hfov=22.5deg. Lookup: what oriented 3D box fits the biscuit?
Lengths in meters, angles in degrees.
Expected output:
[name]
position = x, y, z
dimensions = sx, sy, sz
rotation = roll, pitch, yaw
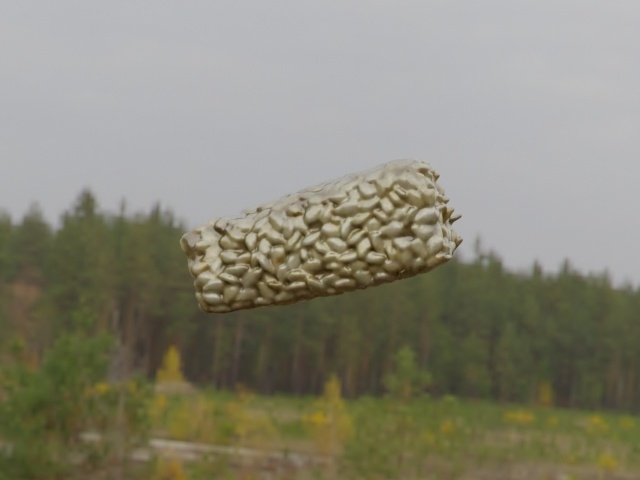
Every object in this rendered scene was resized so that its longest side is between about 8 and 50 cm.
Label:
[biscuit]
position = 0.000, 0.000, 0.979
dimensions = 0.168, 0.070, 0.082
rotation = -15, 0, 14
